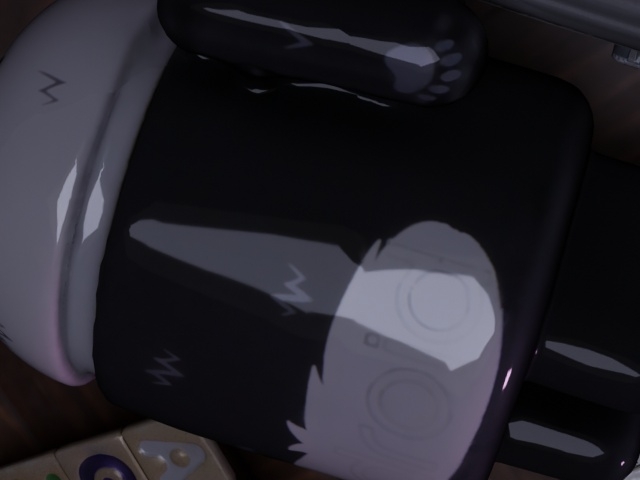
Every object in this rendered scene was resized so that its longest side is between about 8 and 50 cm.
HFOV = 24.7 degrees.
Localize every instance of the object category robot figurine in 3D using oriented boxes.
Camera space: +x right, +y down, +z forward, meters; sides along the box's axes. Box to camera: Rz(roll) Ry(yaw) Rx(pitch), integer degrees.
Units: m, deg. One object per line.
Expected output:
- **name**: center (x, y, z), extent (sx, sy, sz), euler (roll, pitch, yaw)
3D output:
- **robot figurine**: center (0.001, -0.003, 0.561), extent (0.278, 0.173, 0.209), euler (17, 105, 7)

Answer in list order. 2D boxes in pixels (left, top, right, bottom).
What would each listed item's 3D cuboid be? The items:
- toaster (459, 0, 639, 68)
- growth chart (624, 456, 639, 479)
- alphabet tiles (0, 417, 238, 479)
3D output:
- **toaster**: center (0.096, -0.179, 0.512), extent (0.146, 0.129, 0.227), euler (13, 109, 11)
- **growth chart**: center (0.176, 0.151, 0.642), extent (0.237, 0.021, 0.172), euler (-39, 95, 20)
- **alphabet tiles**: center (-0.080, 0.200, 0.692), extent (0.198, 0.009, 0.237), euler (-21, 106, 29)
